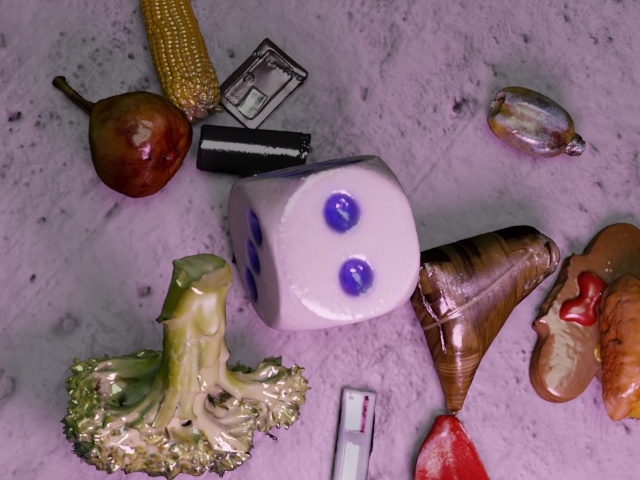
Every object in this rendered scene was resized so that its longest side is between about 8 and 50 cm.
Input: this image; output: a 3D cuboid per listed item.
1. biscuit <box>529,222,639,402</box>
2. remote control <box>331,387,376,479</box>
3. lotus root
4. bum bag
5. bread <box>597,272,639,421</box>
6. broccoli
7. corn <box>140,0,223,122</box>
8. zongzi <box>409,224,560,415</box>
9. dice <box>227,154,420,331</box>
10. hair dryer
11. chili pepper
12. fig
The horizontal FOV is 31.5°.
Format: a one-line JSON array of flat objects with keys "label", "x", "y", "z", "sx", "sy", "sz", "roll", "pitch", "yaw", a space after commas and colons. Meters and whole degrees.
[{"label": "biscuit", "x": 0.579, "y": 0.185, "z": 2.023, "sx": 0.394, "sy": 0.076, "sz": 0.368, "roll": 35, "pitch": 72, "yaw": 2}, {"label": "remote control", "x": 0.060, "y": 0.336, "z": 1.929, "sx": 0.065, "sy": 0.029, "sz": 0.166, "roll": 9, "pitch": 73, "yaw": -5}, {"label": "lotus root", "x": 0.402, "y": -0.211, "z": 2.100, "sx": 0.192, "sy": 0.088, "sz": 0.113, "roll": 26, "pitch": 89, "yaw": -1}, {"label": "bum bag", "x": -0.110, "y": -0.284, "z": 2.081, "sx": 0.109, "sy": 0.026, "sz": 0.159, "roll": 42, "pitch": 79, "yaw": 5}, {"label": "bread", "x": 0.553, "y": 0.175, "z": 1.917, "sx": 0.129, "sy": 0.134, "sz": 0.260, "roll": 6, "pitch": 76, "yaw": -10}, {"label": "broccoli", "x": -0.245, "y": 0.208, "z": 1.747, "sx": 0.353, "sy": 0.397, "sz": 0.275, "roll": -43, "pitch": 59, "yaw": -12}, {"label": "corn", "x": -0.261, "y": -0.355, "z": 2.035, "sx": 0.106, "sy": 0.106, "sz": 0.305, "roll": -17, "pitch": 75, "yaw": -12}, {"label": "zongzi", "x": 0.298, "y": 0.133, "z": 1.979, "sx": 0.286, "sy": 0.134, "sz": 0.288, "roll": -15, "pitch": 91, "yaw": -17}, {"label": "dice", "x": 0.000, "y": 0.000, "z": 1.863, "sx": 0.243, "sy": 0.259, "sz": 0.251, "roll": -15, "pitch": 98, "yaw": -16}, {"label": "hair dryer", "x": -0.125, "y": -0.077, "z": 1.993, "sx": 0.197, "sy": 0.089, "sz": 0.251, "roll": 6, "pitch": 80, "yaw": -7}, {"label": "chili pepper", "x": 0.217, "y": 0.419, "z": 1.900, "sx": 0.144, "sy": 0.136, "sz": 0.252, "roll": -31, "pitch": 64, "yaw": 30}, {"label": "fig", "x": -0.337, "y": -0.214, "z": 1.958, "sx": 0.191, "sy": 0.190, "sz": 0.290, "roll": -22, "pitch": 62, "yaw": -13}]
